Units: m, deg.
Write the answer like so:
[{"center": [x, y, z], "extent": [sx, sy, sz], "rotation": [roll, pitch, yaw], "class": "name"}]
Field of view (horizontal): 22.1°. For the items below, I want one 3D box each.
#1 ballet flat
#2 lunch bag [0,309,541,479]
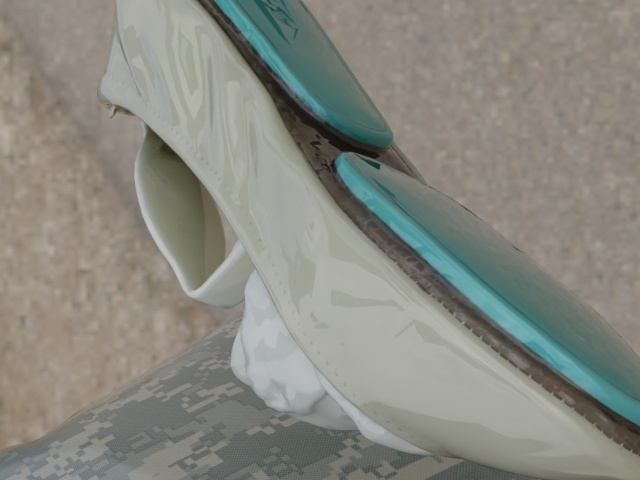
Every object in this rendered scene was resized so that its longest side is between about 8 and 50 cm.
[{"center": [0.000, 0.000, 0.441], "extent": [0.248, 0.086, 0.086], "rotation": [54, 137, 45], "class": "ballet flat"}, {"center": [-0.047, 0.146, 0.646], "extent": [0.287, 0.235, 0.169], "rotation": [34, 147, 55], "class": "lunch bag"}]
